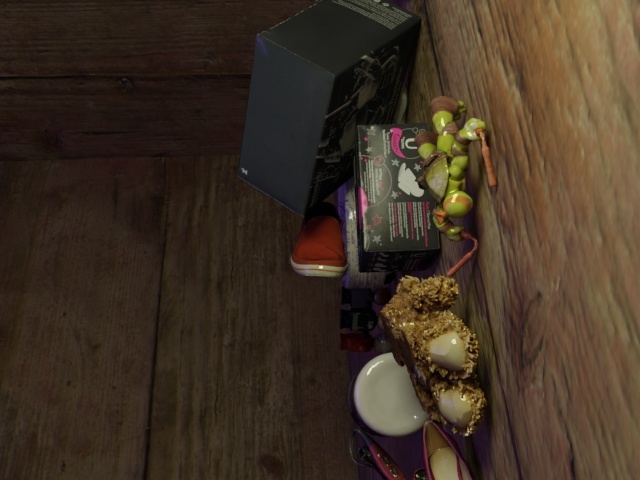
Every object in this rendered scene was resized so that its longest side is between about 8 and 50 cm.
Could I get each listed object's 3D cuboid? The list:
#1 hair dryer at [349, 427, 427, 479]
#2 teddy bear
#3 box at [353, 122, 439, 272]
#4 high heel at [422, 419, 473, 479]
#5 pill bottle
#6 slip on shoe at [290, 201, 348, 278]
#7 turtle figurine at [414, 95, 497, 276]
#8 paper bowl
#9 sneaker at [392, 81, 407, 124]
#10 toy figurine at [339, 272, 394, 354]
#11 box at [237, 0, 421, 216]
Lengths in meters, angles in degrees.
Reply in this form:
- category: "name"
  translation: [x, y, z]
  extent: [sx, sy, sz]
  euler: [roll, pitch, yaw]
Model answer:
- category: "hair dryer"
  translation: [0.144, 0.475, 1.656]
  extent: [0.223, 0.080, 0.293]
  euler: [57, 154, -2]
- category: "teddy bear"
  translation: [0.188, 0.167, 1.326]
  extent: [0.338, 0.113, 0.245]
  euler: [138, 114, -83]
- category: "box"
  translation: [0.140, -0.077, 1.623]
  extent: [0.163, 0.142, 0.247]
  euler: [93, 175, -74]
- category: "high heel"
  translation: [0.191, 0.352, 1.273]
  extent: [0.117, 0.082, 0.244]
  euler: [62, -169, -3]
- category: "pill bottle"
  translation: [0.138, 0.315, 1.729]
  extent: [0.278, 0.162, 0.162]
  euler: [98, 170, -77]
- category: "slip on shoe"
  translation: [0.000, 0.000, 1.840]
  extent: [0.331, 0.123, 0.101]
  euler: [-85, -2, -70]
- category: "turtle figurine"
  translation: [0.184, -0.093, 1.258]
  extent: [0.217, 0.087, 0.269]
  euler: [-95, 4, -45]
- category: "paper bowl"
  translation: [0.120, -0.031, 1.972]
  extent: [0.284, 0.148, 0.284]
  euler: [178, 90, -87]
- category: "sneaker"
  translation: [0.160, -0.289, 1.911]
  extent: [0.212, 0.080, 0.094]
  euler: [105, 176, -56]
- category: "toy figurine"
  translation: [0.125, 0.173, 2.184]
  extent: [0.213, 0.148, 0.209]
  euler: [89, -176, -57]
- category: "box"
  translation: [0.014, -0.280, 1.700]
  extent: [0.312, 0.179, 0.343]
  euler: [-40, -25, -40]
